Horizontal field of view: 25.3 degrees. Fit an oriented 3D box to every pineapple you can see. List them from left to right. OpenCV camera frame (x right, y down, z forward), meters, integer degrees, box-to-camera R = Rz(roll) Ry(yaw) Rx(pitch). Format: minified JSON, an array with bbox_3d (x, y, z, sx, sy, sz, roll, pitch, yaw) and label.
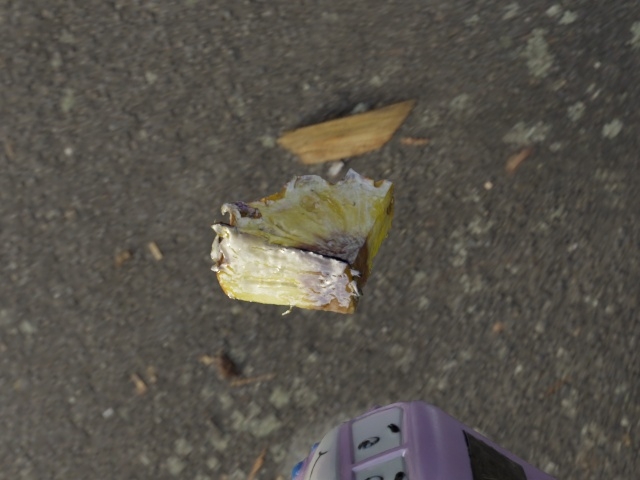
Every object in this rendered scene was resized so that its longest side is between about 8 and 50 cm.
[{"bbox_3d":[0.000,0.000,0.951,0.116,0.137,0.069,48,154,44],"label":"pineapple"}]

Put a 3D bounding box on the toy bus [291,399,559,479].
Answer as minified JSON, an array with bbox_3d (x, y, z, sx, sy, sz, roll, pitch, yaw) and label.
[{"bbox_3d":[0.076,0.196,0.859,0.202,0.142,0.142,31,113,-15],"label":"toy bus"}]
